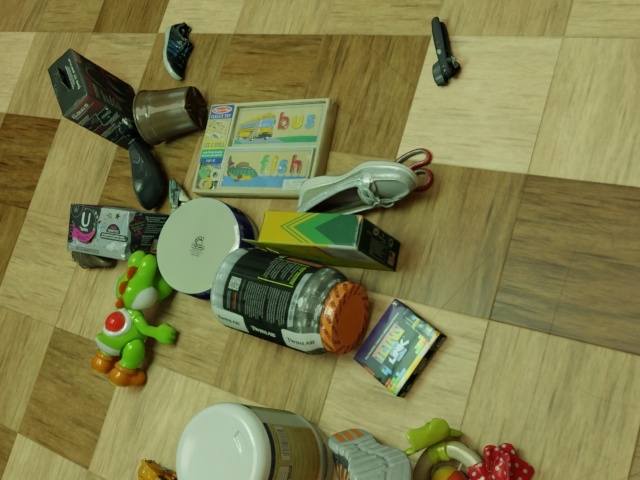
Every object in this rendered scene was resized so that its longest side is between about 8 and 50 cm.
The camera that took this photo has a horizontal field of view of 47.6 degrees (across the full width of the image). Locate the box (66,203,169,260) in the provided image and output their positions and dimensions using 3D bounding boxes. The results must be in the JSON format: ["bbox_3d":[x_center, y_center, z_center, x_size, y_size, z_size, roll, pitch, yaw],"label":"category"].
[{"bbox_3d":[-0.582,-0.026,2.079,0.247,0.163,0.142,7,92,33],"label":"box"}]

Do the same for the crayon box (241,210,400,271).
[{"bbox_3d":[0.000,0.000,1.706,0.318,0.202,0.081,4,76,32],"label":"crayon box"}]

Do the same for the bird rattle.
[{"bbox_3d":[0.283,0.469,1.456,0.253,0.143,0.207,26,100,22],"label":"bird rattle"}]

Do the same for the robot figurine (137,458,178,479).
[{"bbox_3d":[-0.369,0.675,1.779,0.291,0.085,0.211,28,90,35],"label":"robot figurine"}]

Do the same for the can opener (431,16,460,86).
[{"bbox_3d":[0.295,-0.468,1.768,0.073,0.059,0.186,-16,67,27],"label":"can opener"}]

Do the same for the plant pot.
[{"bbox_3d":[-0.434,-0.377,2.130,0.165,0.167,0.167,-9,69,21],"label":"plant pot"}]

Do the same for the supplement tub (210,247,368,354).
[{"bbox_3d":[-0.071,0.143,1.696,0.338,0.207,0.207,13,81,32],"label":"supplement tub"}]

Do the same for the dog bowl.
[{"bbox_3d":[-0.298,0.023,1.924,0.265,0.104,0.265,-7,74,23],"label":"dog bowl"}]

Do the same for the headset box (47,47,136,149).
[{"bbox_3d":[-0.687,-0.434,2.215,0.110,0.293,0.218,-38,58,16],"label":"headset box"}]

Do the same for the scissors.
[{"bbox_3d":[0.144,-0.128,1.775,0.297,0.021,0.109,-25,65,24],"label":"scissors"}]

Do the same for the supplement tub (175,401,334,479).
[{"bbox_3d":[-0.129,0.474,1.557,0.228,0.316,0.228,-11,69,29],"label":"supplement tub"}]

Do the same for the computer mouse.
[{"bbox_3d":[-0.510,-0.223,2.133,0.072,0.188,0.272,-16,74,7],"label":"computer mouse"}]

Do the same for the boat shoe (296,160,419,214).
[{"bbox_3d":[0.081,-0.105,1.709,0.320,0.118,0.103,-7,54,32],"label":"boat shoe"}]

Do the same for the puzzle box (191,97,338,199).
[{"bbox_3d":[-0.157,-0.249,1.976,0.409,0.052,0.272,3,75,32],"label":"puzzle box"}]

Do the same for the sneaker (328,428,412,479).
[{"bbox_3d":[0.111,0.509,1.460,0.124,0.321,0.180,-10,96,-12],"label":"sneaker"}]

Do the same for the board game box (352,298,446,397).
[{"bbox_3d":[0.175,0.238,1.614,0.141,0.048,0.170,36,94,33],"label":"board game box"}]

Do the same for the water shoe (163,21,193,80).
[{"bbox_3d":[-0.439,-0.594,2.251,0.080,0.073,0.203,-18,66,23],"label":"water shoe"}]

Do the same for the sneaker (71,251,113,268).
[{"bbox_3d":[-0.693,0.059,2.206,0.188,0.066,0.071,25,105,40],"label":"sneaker"}]

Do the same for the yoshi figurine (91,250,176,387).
[{"bbox_3d":[-0.492,0.204,1.992,0.203,0.203,0.362,-129,56,-73],"label":"yoshi figurine"}]

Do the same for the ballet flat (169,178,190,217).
[{"bbox_3d":[-0.400,-0.089,2.074,0.070,0.070,0.188,-11,70,28],"label":"ballet flat"}]
